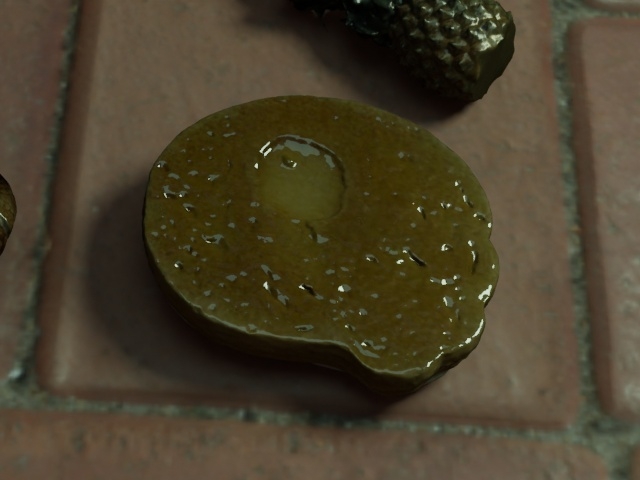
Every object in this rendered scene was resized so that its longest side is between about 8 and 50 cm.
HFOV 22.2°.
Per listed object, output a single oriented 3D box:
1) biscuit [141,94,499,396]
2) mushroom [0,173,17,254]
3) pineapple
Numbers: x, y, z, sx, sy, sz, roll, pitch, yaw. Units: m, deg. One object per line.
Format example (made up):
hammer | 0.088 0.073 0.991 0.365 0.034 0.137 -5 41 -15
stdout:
biscuit | 0.000 0.000 0.944 0.208 0.049 0.181 12 56 2
mushroom | -0.234 -0.009 0.924 0.123 0.052 0.123 6 49 -7
pineapple | 0.044 -0.147 1.038 0.159 0.074 0.074 29 58 16
